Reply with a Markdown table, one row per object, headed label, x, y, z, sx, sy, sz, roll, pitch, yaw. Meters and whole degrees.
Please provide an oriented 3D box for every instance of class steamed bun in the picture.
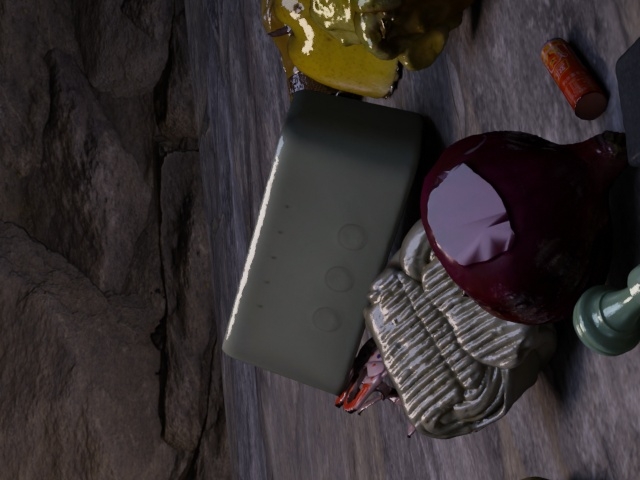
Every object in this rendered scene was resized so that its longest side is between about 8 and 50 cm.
| label | x | y | z | sx | sy | sz | roll | pitch | yaw |
| --- | --- | --- | --- | --- | --- | --- | --- | --- | --- |
| steamed bun | 0.165 | 0.082 | 1.530 | 0.211 | 0.144 | 0.218 | -42 | 70 | 33 |

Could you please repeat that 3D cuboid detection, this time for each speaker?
| label | x | y | z | sx | sy | sz | roll | pitch | yaw |
| --- | --- | --- | --- | --- | --- | --- | --- | --- | --- |
| speaker | 0.000 | 0.000 | 1.982 | 0.183 | 0.184 | 0.406 | -78 | 5 | -61 |

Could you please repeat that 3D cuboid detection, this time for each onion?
| label | x | y | z | sx | sy | sz | roll | pitch | yaw |
| --- | --- | --- | --- | --- | --- | --- | --- | --- | --- |
| onion | 0.202 | -0.030 | 1.340 | 0.218 | 0.140 | 0.195 | -38 | 70 | 28 |

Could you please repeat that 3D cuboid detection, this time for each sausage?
| label | x | y | z | sx | sy | sz | roll | pitch | yaw |
| --- | --- | --- | --- | --- | --- | --- | --- | --- | --- |
| sausage | 0.247 | -0.166 | 1.432 | 0.129 | 0.034 | 0.034 | -108 | 22 | -52 |

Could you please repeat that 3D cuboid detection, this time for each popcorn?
| label | x | y | z | sx | sy | sz | roll | pitch | yaw |
| --- | --- | --- | --- | --- | --- | --- | --- | --- | --- |
| popcorn | 0.088 | -0.348 | 1.736 | 0.252 | 0.215 | 0.286 | 44 | 145 | 26 |

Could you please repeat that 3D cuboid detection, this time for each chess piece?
| label | x | y | z | sx | sy | sz | roll | pitch | yaw |
| --- | --- | --- | --- | --- | --- | --- | --- | --- | --- |
| chess piece | 0.274 | 0.054 | 1.271 | 0.103 | 0.067 | 0.067 | 126 | 143 | -55 |

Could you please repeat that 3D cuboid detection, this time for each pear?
| label | x | y | z | sx | sy | sz | roll | pitch | yaw |
| --- | --- | --- | --- | --- | --- | --- | --- | --- | --- |
| pear | 0.018 | -0.338 | 2.104 | 0.267 | 0.178 | 0.267 | 179 | 90 | -72 |

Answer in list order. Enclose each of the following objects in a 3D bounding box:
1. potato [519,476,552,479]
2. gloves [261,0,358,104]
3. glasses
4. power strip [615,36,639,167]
| label | x | y | z | sx | sy | sz | roll | pitch | yaw |
| --- | --- | --- | --- | --- | --- | --- | --- | --- | --- |
| potato | 0.226 | 0.290 | 1.431 | 0.170 | 0.080 | 0.107 | 146 | 115 | -78 |
| gloves | -0.017 | -0.358 | 2.306 | 0.141 | 0.154 | 0.331 | 152 | 110 | -73 |
| glasses | 0.101 | 0.181 | 2.017 | 0.162 | 0.095 | 0.255 | -64 | 10 | -5 |
| power strip | 0.307 | -0.141 | 1.109 | 0.256 | 0.070 | 0.105 | 129 | 141 | -67 |
